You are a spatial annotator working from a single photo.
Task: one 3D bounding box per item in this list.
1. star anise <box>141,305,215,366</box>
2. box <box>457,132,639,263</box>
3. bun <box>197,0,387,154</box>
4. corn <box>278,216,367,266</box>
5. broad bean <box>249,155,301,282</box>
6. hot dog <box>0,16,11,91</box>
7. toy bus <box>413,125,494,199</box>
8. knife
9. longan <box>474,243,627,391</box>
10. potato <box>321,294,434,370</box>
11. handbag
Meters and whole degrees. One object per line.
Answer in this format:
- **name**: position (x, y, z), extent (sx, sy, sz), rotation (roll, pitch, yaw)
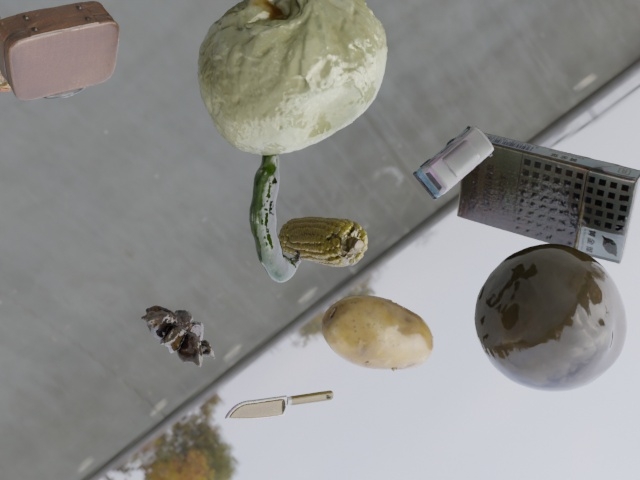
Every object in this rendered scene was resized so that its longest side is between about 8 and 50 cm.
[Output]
- **star anise**: position (-0.346, 0.216, 2.227), extent (0.073, 0.197, 0.212), rotation (-55, -149, 12)
- **box**: position (0.419, -0.084, 1.736), extent (0.047, 0.325, 0.180), rotation (-42, 142, -47)
- **bun**: position (-0.065, -0.329, 1.651), extent (0.352, 0.227, 0.349), rotation (22, -117, 42)
- **corn**: position (0.000, 0.000, 2.189), extent (0.119, 0.119, 0.322), rotation (-40, -156, -27)
- **broad bean**: position (-0.087, -0.025, 1.740), extent (0.049, 0.292, 0.144), rotation (3, -136, 19)
- **hot dog**: position (-0.728, -0.465, 1.931), extent (0.117, 0.349, 0.158), rotation (-23, 166, -12)
- **toy bus**: position (0.212, -0.125, 1.439), extent (0.123, 0.060, 0.075), rotation (-40, -178, -13)
- **knife**: position (-0.083, 0.354, 1.979), extent (0.256, 0.046, 0.022), rotation (-3, -163, -29)
- **longan**: position (0.377, 0.128, 1.519), extent (0.258, 0.258, 0.258), rotation (-38, -177, 3)
- **potato**: position (0.090, 0.144, 1.416), extent (0.118, 0.178, 0.109), rotation (-56, -154, 34)
- **handbag**: position (-0.439, -0.312, 1.550), extent (0.193, 0.072, 0.151), rotation (-22, 148, -33)
